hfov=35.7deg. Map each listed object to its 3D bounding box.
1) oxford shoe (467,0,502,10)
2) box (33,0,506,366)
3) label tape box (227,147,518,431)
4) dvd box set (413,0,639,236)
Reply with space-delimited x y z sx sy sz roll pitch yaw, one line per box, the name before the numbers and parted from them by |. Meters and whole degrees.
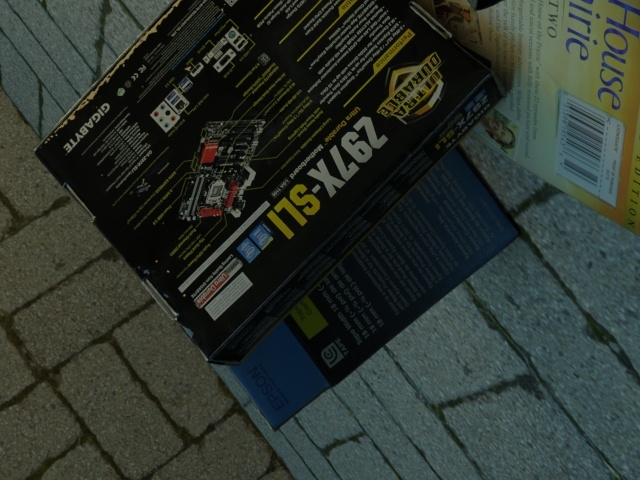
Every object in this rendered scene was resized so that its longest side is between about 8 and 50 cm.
oxford shoe | 0.194 -0.207 0.523 0.348 0.123 0.130 1 108 58
box | -0.050 -0.097 0.838 0.257 0.322 0.079 46 -174 18
label tape box | 0.000 0.000 1.010 0.241 0.333 0.106 54 159 0
dvd box set | 0.124 -0.221 0.810 0.420 0.062 0.308 37 152 36
